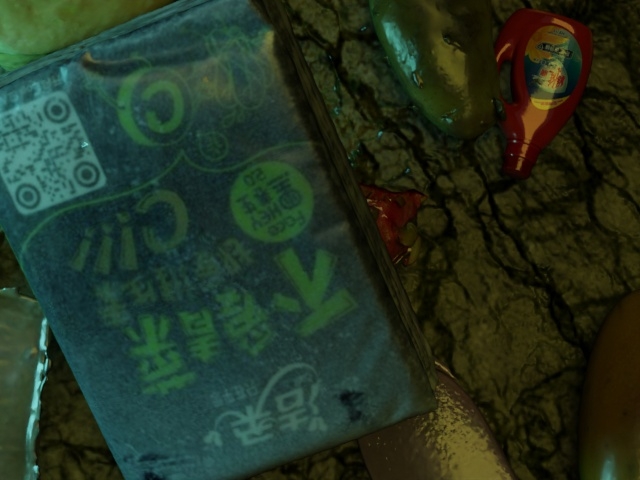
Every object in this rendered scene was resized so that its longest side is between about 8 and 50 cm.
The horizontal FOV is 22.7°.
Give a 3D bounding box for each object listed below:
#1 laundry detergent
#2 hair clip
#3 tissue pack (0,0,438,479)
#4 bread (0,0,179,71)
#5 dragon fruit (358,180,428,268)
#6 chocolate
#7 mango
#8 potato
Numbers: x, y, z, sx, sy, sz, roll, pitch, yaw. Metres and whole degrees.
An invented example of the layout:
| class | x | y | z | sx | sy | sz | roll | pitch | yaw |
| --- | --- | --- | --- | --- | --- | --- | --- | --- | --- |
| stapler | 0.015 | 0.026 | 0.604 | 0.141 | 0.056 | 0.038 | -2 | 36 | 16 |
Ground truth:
| class | x | y | z | sx | sy | sz | roll | pitch | yaw |
| --- | --- | --- | --- | --- | --- | --- | --- | --- | --- |
| laundry detergent | 0.206 | -0.141 | 1.559 | 0.097 | 0.049 | 0.165 | 17 | 79 | 5 |
| hair clip | 0.157 | 0.249 | 1.471 | 0.358 | 0.110 | 0.095 | 42 | 36 | 4 |
| tissue pack | -0.101 | 0.006 | 1.342 | 0.288 | 0.124 | 0.394 | -21 | 104 | 13 |
| bread | -0.253 | -0.306 | 1.430 | 0.320 | 0.237 | 0.321 | -1 | 94 | -14 |
| dragon fruit | 0.000 | 0.000 | 1.460 | 0.207 | 0.133 | 0.150 | -35 | 89 | -8 |
| chocolate | -0.319 | 0.160 | 1.400 | 0.161 | 0.083 | 0.261 | 10 | 92 | -7 |
| mango | 0.310 | 0.166 | 1.489 | 0.138 | 0.113 | 0.253 | 10 | 69 | -13 |
| potato | 0.113 | -0.203 | 1.532 | 0.117 | 0.090 | 0.225 | -17 | 78 | -3 |
